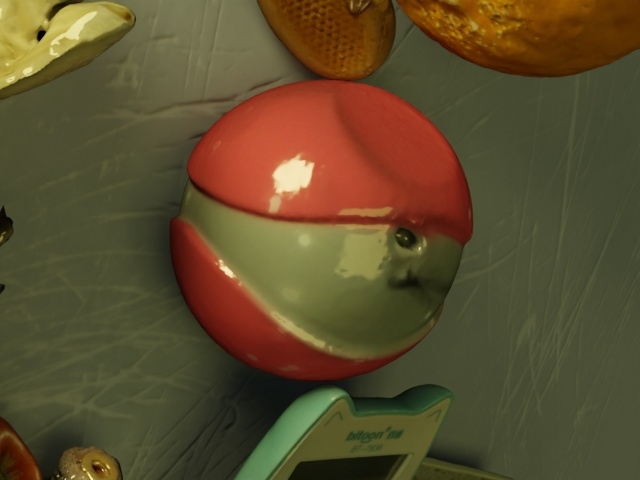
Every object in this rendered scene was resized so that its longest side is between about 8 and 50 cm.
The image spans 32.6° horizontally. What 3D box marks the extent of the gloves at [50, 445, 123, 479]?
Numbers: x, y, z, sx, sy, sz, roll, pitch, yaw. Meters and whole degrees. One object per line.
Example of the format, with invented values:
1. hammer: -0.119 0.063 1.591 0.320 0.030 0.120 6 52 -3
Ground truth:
1. gloves: -0.243 0.260 1.033 0.094 0.110 0.144 21 96 -36

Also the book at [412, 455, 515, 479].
1. book: 0.065 0.438 1.353 0.269 0.032 0.389 19 103 -36

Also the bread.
1. bread: 0.002 -0.228 1.012 0.189 0.114 0.077 55 36 -37

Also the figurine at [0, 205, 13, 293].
1. figurine: -0.365 0.070 0.832 0.197 0.175 0.265 24 87 -48

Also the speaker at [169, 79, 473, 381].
1. speaker: 0.000 0.000 1.055 0.294 0.294 0.294 -14 117 -30

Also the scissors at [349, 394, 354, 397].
1. scissors: 0.054 0.277 1.301 0.118 0.030 0.242 -50 129 -6

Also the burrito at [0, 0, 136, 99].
1. burrito: -0.312 -0.146 0.788 0.331 0.190 0.135 -27 165 -19

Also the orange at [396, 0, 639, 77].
1. orange: 0.196 -0.303 0.958 0.293 0.340 0.341 -42 128 -29

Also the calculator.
1. calculator: -0.023 0.300 1.141 0.256 0.054 0.386 9 115 -48

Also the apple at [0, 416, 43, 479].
1. apple: -0.314 0.221 0.932 0.139 0.163 0.163 -25 124 -2
